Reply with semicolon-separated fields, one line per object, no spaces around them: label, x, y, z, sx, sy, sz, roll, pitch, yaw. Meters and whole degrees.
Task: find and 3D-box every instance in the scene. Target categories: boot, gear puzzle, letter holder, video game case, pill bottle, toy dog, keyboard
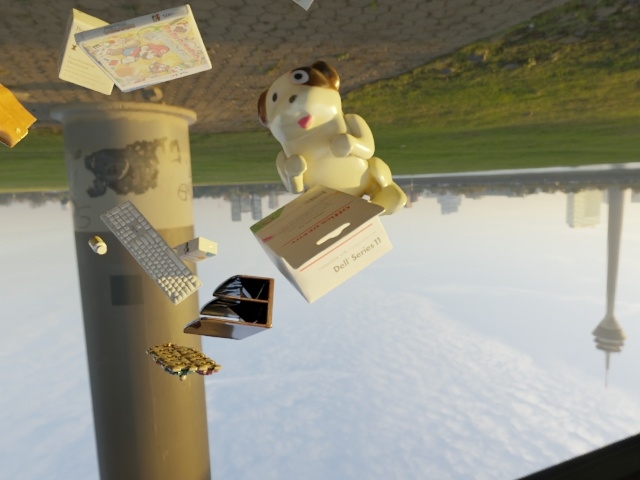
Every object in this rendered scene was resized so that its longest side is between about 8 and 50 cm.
boot;-0.977;-0.346;1.255;0.104;0.211;0.295;-17;-145;31
gear puzzle;-0.461;0.381;1.414;0.176;0.044;0.339;9;178;-37
letter holder;-0.299;0.210;1.373;0.215;0.151;0.302;11;157;-24
video game case;-0.338;-0.375;0.884;0.207;0.026;0.227;-18;179;-5
pill bottle;-0.812;0.019;1.610;0.044;0.043;0.083;-9;-151;-42
toy dog;0.018;-0.262;1.170;0.285;0.407;0.395;-20;-147;23
keyboard;-0.364;0.022;0.949;0.072;0.256;0.014;-40;174;-22

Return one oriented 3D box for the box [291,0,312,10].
box;-0.016;-0.770;1.071;0.183;0.293;0.296;27;-171;-16

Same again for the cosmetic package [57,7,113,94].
cosmetic package;-0.717;-0.588;1.378;0.152;0.183;0.151;11;-149;-37

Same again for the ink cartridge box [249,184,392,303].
ink cartridge box;0.000;0.000;0.913;0.207;0.119;0.353;-33;-158;-10

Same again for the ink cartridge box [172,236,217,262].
ink cartridge box;-0.551;0.048;1.921;0.182;0.061;0.104;-19;154;30
